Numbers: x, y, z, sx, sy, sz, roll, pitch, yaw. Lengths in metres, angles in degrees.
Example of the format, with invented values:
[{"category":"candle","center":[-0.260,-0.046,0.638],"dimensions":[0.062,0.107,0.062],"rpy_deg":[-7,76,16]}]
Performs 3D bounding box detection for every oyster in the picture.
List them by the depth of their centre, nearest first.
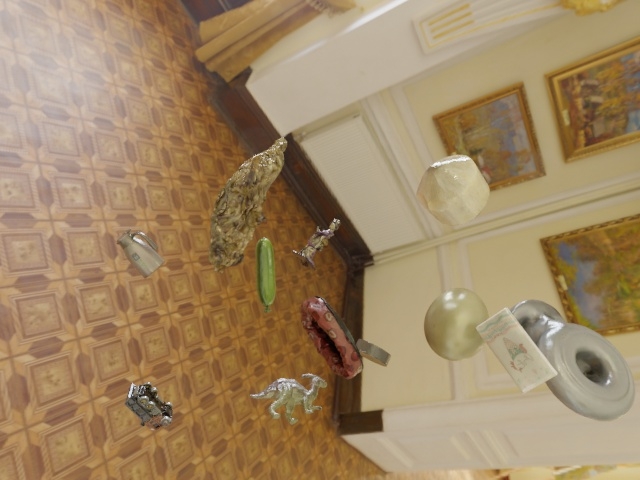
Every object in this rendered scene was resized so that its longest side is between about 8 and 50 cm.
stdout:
[{"category":"oyster","center":[-0.195,-0.082,1.062],"dimensions":[0.110,0.396,0.204],"rpy_deg":[26,11,2]}]

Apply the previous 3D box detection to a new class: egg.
[{"category":"egg","center":[0.409,0.247,1.265],"dimensions":[0.186,0.185,0.242],"rpy_deg":[58,44,-29]}]

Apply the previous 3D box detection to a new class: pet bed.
[{"category":"pet bed","center":[0.020,0.211,0.922],"dimensions":[0.201,0.053,0.201],"rpy_deg":[51,-22,30]}]

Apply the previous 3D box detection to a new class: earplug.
[{"category":"earplug","center":[0.554,0.272,0.984],"dimensions":[0.325,0.214,0.175],"rpy_deg":[-130,-140,-58]}]

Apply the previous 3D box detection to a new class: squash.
[{"category":"squash","center":[-0.276,0.174,2.111],"dimensions":[0.101,0.101,0.379],"rpy_deg":[-14,101,-65]}]

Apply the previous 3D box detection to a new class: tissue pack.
[{"category":"tissue pack","center":[0.277,0.156,0.602],"dimensions":[0.023,0.056,0.108],"rpy_deg":[10,42,-56]}]

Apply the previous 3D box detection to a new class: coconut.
[{"category":"coconut","center":[0.476,-0.192,1.543],"dimensions":[0.266,0.237,0.238],"rpy_deg":[38,41,-41]}]

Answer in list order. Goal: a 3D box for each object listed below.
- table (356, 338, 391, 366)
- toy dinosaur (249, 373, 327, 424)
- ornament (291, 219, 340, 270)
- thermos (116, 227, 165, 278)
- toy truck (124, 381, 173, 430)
[{"category":"table","center":[0.189,0.409,1.534],"dimensions":[0.133,0.133,0.043],"rpy_deg":[46,66,-43]},{"category":"toy dinosaur","center":[-0.100,0.573,1.534],"dimensions":[0.294,0.077,0.162],"rpy_deg":[7,33,-33]},{"category":"ornament","center":[-0.006,-0.003,1.474],"dimensions":[0.203,0.088,0.081],"rpy_deg":[-54,131,-10]},{"category":"thermos","center":[-0.724,0.040,1.700],"dimensions":[0.193,0.137,0.105],"rpy_deg":[52,22,-14]},{"category":"toy truck","center":[-0.611,0.589,1.498],"dimensions":[0.192,0.092,0.083],"rpy_deg":[60,1,-27]}]
